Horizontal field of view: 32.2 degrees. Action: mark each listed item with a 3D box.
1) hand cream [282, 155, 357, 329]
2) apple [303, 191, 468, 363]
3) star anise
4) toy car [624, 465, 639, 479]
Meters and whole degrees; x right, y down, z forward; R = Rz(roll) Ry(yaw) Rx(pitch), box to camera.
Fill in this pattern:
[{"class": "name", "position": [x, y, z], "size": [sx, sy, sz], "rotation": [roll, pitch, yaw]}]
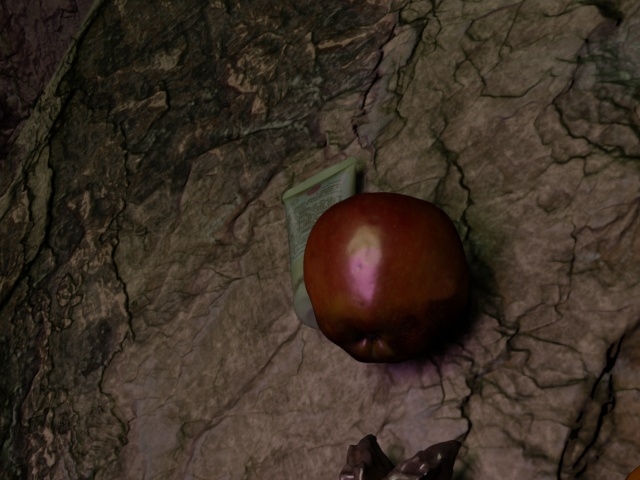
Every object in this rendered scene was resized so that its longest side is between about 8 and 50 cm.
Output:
[{"class": "hand cream", "position": [0.000, 0.000, 1.704], "size": [0.147, 0.093, 0.306], "rotation": [-27, 42, 24]}, {"class": "apple", "position": [0.087, 0.053, 1.481], "size": [0.230, 0.230, 0.230], "rotation": [-25, 45, 28]}, {"class": "star anise", "position": [0.065, 0.370, 1.320], "size": [0.331, 0.117, 0.332], "rotation": [-21, 52, 30]}, {"class": "toy car", "position": [0.403, 0.262, 1.044], "size": [0.247, 0.200, 0.142], "rotation": [-22, 16, 42]}]
